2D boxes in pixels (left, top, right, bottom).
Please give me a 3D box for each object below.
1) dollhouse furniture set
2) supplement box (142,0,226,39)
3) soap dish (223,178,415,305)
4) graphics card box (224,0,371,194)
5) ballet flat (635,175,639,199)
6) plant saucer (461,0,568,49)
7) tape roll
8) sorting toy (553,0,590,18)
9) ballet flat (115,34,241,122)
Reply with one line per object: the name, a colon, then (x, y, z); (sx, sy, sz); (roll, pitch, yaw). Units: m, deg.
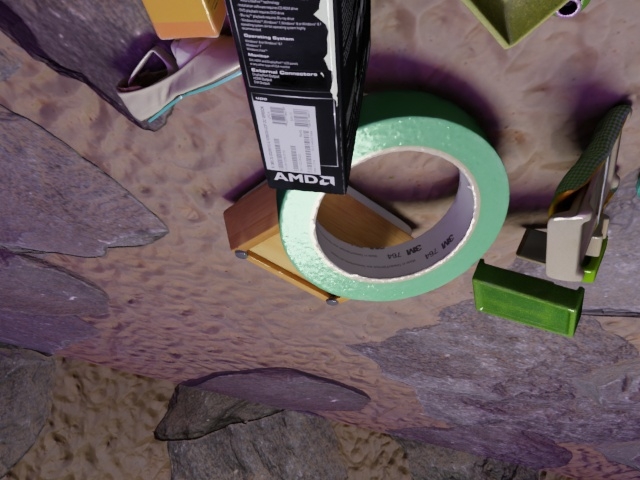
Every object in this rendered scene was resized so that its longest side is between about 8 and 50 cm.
dollhouse furniture set: (0.318, -0.031, 0.832); (0.151, 0.197, 0.301); (17, 151, 29)
supplement box: (-0.163, -0.319, 0.588); (0.078, 0.080, 0.233); (3, 150, 12)
soap dish: (0.000, 0.000, 1.029); (0.291, 0.118, 0.229); (31, 144, -28)
graphics card box: (-0.008, -0.239, 0.518); (0.094, 0.233, 0.371); (5, 150, 9)
ballet flat: (0.564, -0.035, 0.819); (0.247, 0.087, 0.083); (12, 149, -3)
plant saucer: (0.196, -0.270, 0.492); (0.188, 0.045, 0.188); (-39, 156, 25)
tape roll: (0.099, -0.050, 0.834); (0.321, 0.077, 0.321); (-4, 130, -5)
sorting toy: (0.266, -0.256, 0.589); (0.061, 0.042, 0.102); (24, 147, -21)
ballet flat: (-0.180, -0.223, 0.762); (0.248, 0.086, 0.086); (-14, 141, 37)
